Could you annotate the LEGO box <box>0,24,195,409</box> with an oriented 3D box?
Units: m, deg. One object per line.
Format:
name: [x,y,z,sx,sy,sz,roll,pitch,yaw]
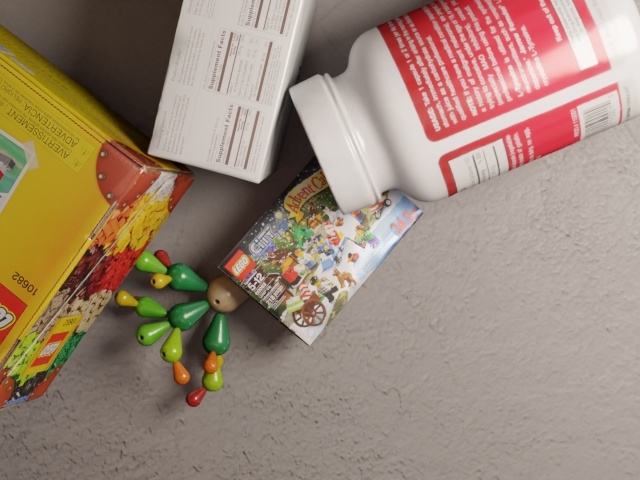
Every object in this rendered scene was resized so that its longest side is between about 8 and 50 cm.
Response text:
LEGO box: [-0.477,-0.084,1.671,0.500,0.193,0.372,38,99,9]

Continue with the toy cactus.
toy cactus: [-0.163,0.095,1.765,0.181,0.112,0.219,-30,91,-11]

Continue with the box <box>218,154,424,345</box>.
box: [0.000,0.000,1.728,0.159,0.044,0.233,40,85,-2]

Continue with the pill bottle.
pill bottle: [0.181,-0.187,1.614,0.408,0.229,0.229,-23,94,3]

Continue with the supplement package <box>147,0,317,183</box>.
supplement package: [-0.104,-0.222,1.656,0.145,0.204,0.261,15,98,2]
